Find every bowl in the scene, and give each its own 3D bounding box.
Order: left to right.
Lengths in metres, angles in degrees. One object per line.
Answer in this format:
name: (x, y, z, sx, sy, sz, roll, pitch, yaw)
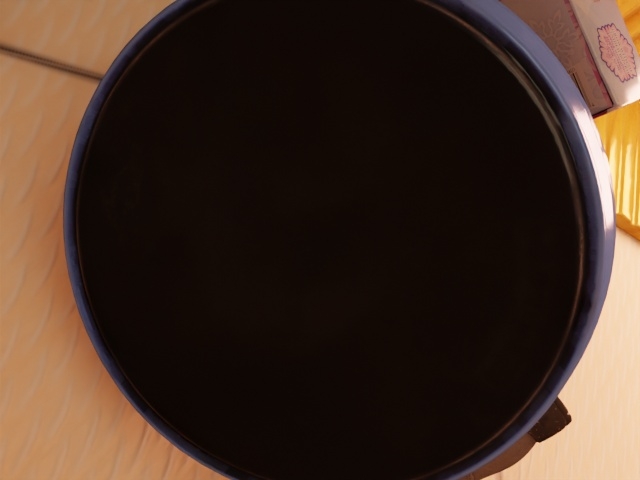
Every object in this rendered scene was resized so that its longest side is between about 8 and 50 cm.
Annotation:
bowl: (0.000, 0.000, 0.485, 0.391, 0.391, 0.077, 63, 17, -4)

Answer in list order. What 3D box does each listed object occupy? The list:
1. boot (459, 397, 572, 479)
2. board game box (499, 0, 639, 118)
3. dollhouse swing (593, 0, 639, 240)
boot: (0.040, 0.111, 0.586, 0.222, 0.118, 0.338, -39, 101, 1)
board game box: (0.080, -0.210, 0.627, 0.066, 0.318, 0.318, -23, 91, -38)
dollhouse swing: (0.520, -0.205, 0.934, 0.346, 0.305, 0.315, 27, 63, -27)
